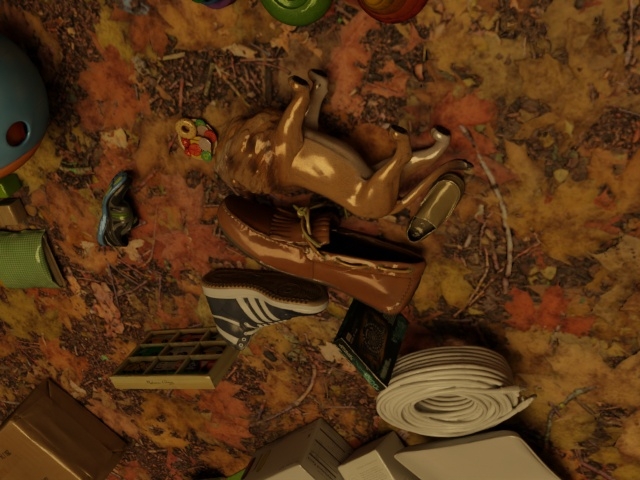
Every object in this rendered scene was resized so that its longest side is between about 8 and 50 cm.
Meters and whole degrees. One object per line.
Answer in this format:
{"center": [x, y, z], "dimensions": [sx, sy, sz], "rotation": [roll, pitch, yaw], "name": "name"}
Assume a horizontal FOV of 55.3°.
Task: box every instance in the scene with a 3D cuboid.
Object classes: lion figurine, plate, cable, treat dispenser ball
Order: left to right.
{"center": [-0.639, -0.242, 1.085], "dimensions": [0.288, 0.288, 0.288], "rotation": [10, 123, 16], "name": "treat dispenser ball"}
{"center": [0.020, -0.122, 0.989], "dimensions": [0.392, 0.142, 0.240], "rotation": [28, 122, 5], "name": "lion figurine"}
{"center": [0.235, 0.284, 1.144], "dimensions": [0.257, 0.089, 0.257], "rotation": [12, 141, -10], "name": "cable"}
{"center": [0.337, 0.467, 1.258], "dimensions": [0.277, 0.045, 0.278], "rotation": [-23, 127, 34], "name": "plate"}

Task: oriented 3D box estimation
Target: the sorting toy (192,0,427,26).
{"center": [-0.032, -0.360, 0.874], "dimensions": [0.365, 0.126, 0.127], "rotation": [6, 122, 17], "name": "sorting toy"}

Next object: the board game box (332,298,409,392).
{"center": [0.097, 0.168, 1.113], "dimensions": [0.026, 0.186, 0.126], "rotation": [-33, 104, 34], "name": "board game box"}

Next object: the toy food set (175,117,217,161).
{"center": [-0.227, -0.185, 1.123], "dimensions": [0.082, 0.020, 0.083], "rotation": [12, 123, 14], "name": "toy food set"}

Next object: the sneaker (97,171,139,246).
{"center": [-0.408, -0.062, 1.255], "dimensions": [0.078, 0.067, 0.188], "rotation": [14, 125, -13], "name": "sneaker"}

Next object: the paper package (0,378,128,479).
{"center": [-0.767, 0.599, 1.736], "dimensions": [0.309, 0.168, 0.325], "rotation": [44, 126, -7], "name": "paper package"}

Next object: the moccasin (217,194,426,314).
{"center": [-0.001, 0.001, 1.081], "dimensions": [0.380, 0.139, 0.147], "rotation": [25, 120, 8], "name": "moccasin"}

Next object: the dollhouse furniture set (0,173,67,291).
{"center": [-0.740, 0.019, 1.371], "dimensions": [0.197, 0.151, 0.302], "rotation": [0, 120, 21], "name": "dollhouse furniture set"}

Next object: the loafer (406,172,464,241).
{"center": [0.192, -0.048, 1.026], "dimensions": [0.056, 0.050, 0.148], "rotation": [29, 126, 2], "name": "loafer"}

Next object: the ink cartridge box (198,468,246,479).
{"center": [-0.266, 0.713, 1.592], "dimensions": [0.097, 0.189, 0.255], "rotation": [14, 140, -43], "name": "ink cartridge box"}

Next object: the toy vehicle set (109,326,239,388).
{"center": [-0.308, 0.256, 1.340], "dimensions": [0.266, 0.166, 0.035], "rotation": [-7, 118, 25], "name": "toy vehicle set"}

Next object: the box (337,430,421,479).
{"center": [0.146, 0.534, 1.349], "dimensions": [0.130, 0.091, 0.170], "rotation": [-39, 79, 36], "name": "box"}

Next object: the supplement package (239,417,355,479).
{"center": [-0.039, 0.578, 1.449], "dimensions": [0.204, 0.145, 0.262], "rotation": [46, 125, -10], "name": "supplement package"}

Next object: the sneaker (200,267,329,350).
{"center": [-0.105, 0.148, 1.233], "dimensions": [0.282, 0.099, 0.153], "rotation": [6, 118, 26], "name": "sneaker"}
